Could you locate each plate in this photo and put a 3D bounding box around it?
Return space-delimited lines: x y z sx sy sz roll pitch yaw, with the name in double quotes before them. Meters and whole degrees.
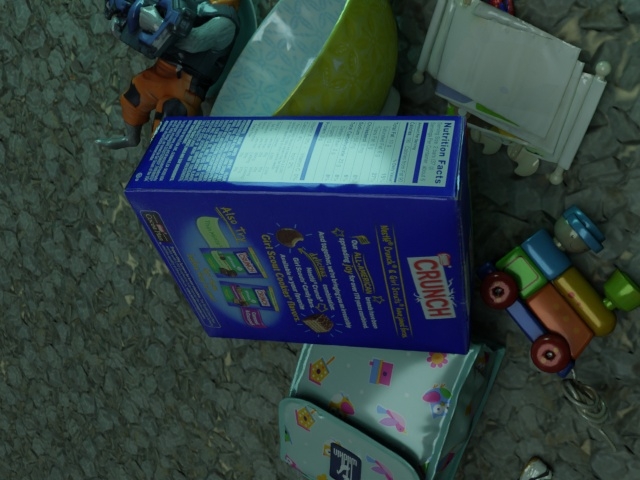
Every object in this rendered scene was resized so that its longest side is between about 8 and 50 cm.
"plate" -0.162 -0.305 1.030 0.188 0.024 0.188 9 107 31

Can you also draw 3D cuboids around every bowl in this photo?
"bowl" 0.002 -0.182 0.853 0.156 0.290 0.289 32 128 -27

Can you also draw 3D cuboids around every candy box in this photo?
"candy box" 0.000 0.000 0.747 0.317 0.122 0.268 3 142 16

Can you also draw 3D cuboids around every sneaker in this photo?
"sneaker" 0.265 0.316 0.895 0.037 0.032 0.083 34 118 22

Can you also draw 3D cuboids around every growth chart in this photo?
"growth chart" 0.206 -0.181 0.803 0.237 0.021 0.172 39 134 20

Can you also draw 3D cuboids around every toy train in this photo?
"toy train" 0.303 0.092 0.784 0.143 0.105 0.248 -42 77 19

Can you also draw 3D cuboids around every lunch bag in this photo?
"lunch bag" 0.076 0.211 0.884 0.223 0.160 0.262 22 91 28

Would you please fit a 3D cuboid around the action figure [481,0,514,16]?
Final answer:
"action figure" 0.196 -0.283 0.799 0.038 0.030 0.115 -9 99 32

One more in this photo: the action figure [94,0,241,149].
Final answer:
"action figure" -0.212 -0.258 1.002 0.341 0.178 0.330 50 121 49
